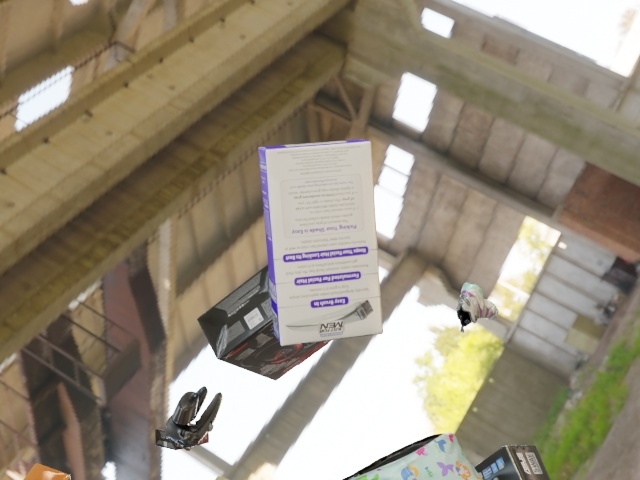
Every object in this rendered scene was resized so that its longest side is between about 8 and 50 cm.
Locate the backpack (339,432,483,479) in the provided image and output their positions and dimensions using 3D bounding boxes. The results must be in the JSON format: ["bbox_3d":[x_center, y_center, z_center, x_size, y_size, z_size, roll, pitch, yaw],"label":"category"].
[{"bbox_3d":[0.118,0.389,1.208,0.253,0.191,0.225,-27,-30,-28],"label":"backpack"}]

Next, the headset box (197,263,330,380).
[{"bbox_3d":[-0.085,0.177,1.845,0.218,0.110,0.293,-37,-29,10],"label":"headset box"}]

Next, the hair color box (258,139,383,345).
[{"bbox_3d":[0.000,0.000,1.519,0.110,0.185,0.339,-151,56,-77],"label":"hair color box"}]

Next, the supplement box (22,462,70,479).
[{"bbox_3d":[-0.511,0.526,1.636,0.078,0.080,0.234,-62,-18,-51],"label":"supplement box"}]

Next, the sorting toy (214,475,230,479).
[{"bbox_3d":[-0.332,0.739,2.425,0.229,0.307,0.041,-27,-65,-41],"label":"sorting toy"}]

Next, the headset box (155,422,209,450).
[{"bbox_3d":[-0.244,0.350,1.567,0.083,0.062,0.032,-3,-89,-45],"label":"headset box"}]

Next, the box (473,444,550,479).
[{"bbox_3d":[0.257,0.497,1.360,0.076,0.243,0.307,10,-43,-37],"label":"box"}]

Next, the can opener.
[{"bbox_3d":[-0.173,0.250,1.259,0.073,0.059,0.186,-60,-6,7],"label":"can opener"}]

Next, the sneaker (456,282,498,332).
[{"bbox_3d":[0.237,0.117,1.357,0.098,0.038,0.069,43,-114,-37],"label":"sneaker"}]
